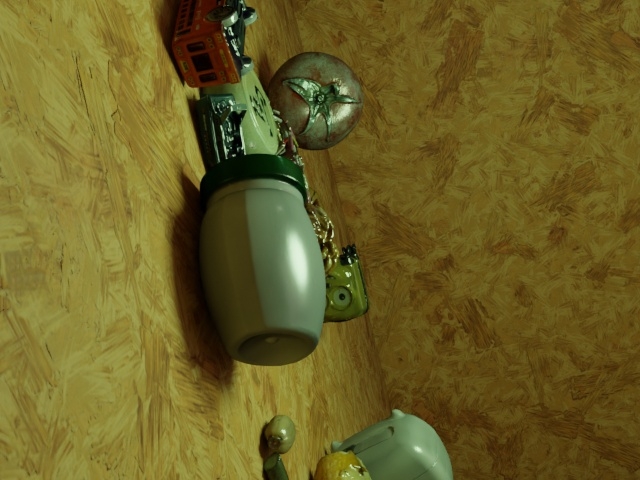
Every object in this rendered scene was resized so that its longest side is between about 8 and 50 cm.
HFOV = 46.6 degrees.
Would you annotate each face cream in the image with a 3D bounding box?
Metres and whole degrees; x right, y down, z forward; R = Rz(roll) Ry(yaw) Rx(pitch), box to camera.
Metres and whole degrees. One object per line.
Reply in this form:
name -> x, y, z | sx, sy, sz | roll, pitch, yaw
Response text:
face cream -> -0.109, 0.037, 1.396 | 0.312, 0.220, 0.357 | 61, 18, -61

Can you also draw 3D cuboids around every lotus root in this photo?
lotus root -> -0.083, 0.405, 1.557 | 0.150, 0.062, 0.073 | -30, 106, -84

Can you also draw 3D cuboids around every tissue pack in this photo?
tissue pack -> 0.178, 0.633, 2.053 | 0.236, 0.333, 0.229 | 55, 15, -14

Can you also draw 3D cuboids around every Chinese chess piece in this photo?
Chinese chess piece -> -0.184, -0.295, 1.737 | 0.250, 0.101, 0.250 | -16, 90, -78

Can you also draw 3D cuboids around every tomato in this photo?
tomato -> -0.018, -0.452, 2.412 | 0.282, 0.317, 0.316 | -158, -126, -78

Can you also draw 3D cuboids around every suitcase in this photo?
suitcase -> 0.041, 0.145, 2.324 | 0.143, 0.194, 0.234 | -20, 97, -74

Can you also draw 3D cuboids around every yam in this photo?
yam -> -0.087, 0.477, 1.499 | 0.043, 0.043, 0.094 | -83, 158, -66

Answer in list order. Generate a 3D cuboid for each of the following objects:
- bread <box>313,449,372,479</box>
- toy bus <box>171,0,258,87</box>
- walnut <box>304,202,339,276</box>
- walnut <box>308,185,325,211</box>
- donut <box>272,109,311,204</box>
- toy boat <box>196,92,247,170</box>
bread -> 0.065, 0.702, 1.756 | 0.375, 0.165, 0.236 | -86, 166, -63
toy bus -> -0.227, -0.469, 1.594 | 0.329, 0.153, 0.143 | -92, 168, -45
walnut -> 0.000, 0.000, 1.683 | 0.143, 0.069, 0.170 | 50, 30, -68
walnut -> -0.050, -0.073, 2.262 | 0.137, 0.137, 0.245 | -85, 165, -63
donut -> -0.113, -0.170, 1.982 | 0.259, 0.136, 0.345 | 4, 75, -78
toy boat -> -0.198, -0.197, 1.576 | 0.093, 0.103, 0.246 | -21, 105, -57
